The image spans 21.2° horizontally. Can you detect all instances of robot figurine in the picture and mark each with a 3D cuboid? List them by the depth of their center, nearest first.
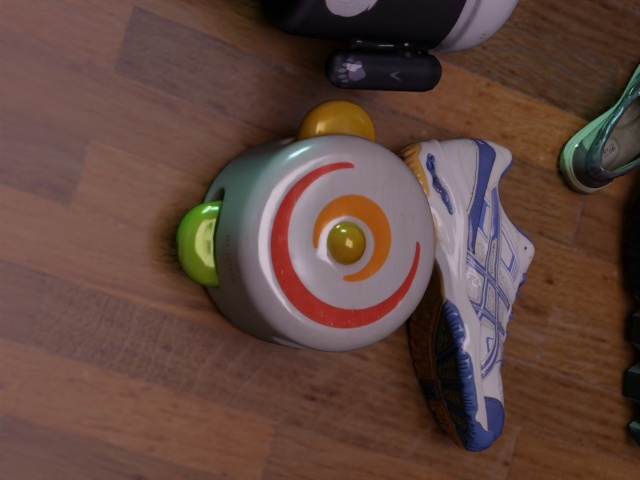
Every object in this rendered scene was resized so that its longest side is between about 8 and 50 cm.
[{"bbox_3d":[0.048,-0.258,1.529,0.278,0.173,0.209,4,119,-24],"label":"robot figurine"}]

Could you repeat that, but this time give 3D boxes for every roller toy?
[{"bbox_3d":[0.000,0.000,1.521,0.209,0.146,0.191,-46,108,-17],"label":"roller toy"}]

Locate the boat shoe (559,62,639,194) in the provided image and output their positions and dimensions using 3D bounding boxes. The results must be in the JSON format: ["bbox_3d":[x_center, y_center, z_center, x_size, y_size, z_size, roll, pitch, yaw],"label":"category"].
[{"bbox_3d":[0.334,-0.128,1.706,0.223,0.073,0.080,-42,106,-17],"label":"boat shoe"}]

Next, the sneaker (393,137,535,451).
[{"bbox_3d":[0.152,0.047,1.609,0.131,0.112,0.296,-12,96,-24],"label":"sneaker"}]

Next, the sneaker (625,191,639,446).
[{"bbox_3d":[0.393,0.047,1.714,0.146,0.122,0.331,-6,108,-32],"label":"sneaker"}]
